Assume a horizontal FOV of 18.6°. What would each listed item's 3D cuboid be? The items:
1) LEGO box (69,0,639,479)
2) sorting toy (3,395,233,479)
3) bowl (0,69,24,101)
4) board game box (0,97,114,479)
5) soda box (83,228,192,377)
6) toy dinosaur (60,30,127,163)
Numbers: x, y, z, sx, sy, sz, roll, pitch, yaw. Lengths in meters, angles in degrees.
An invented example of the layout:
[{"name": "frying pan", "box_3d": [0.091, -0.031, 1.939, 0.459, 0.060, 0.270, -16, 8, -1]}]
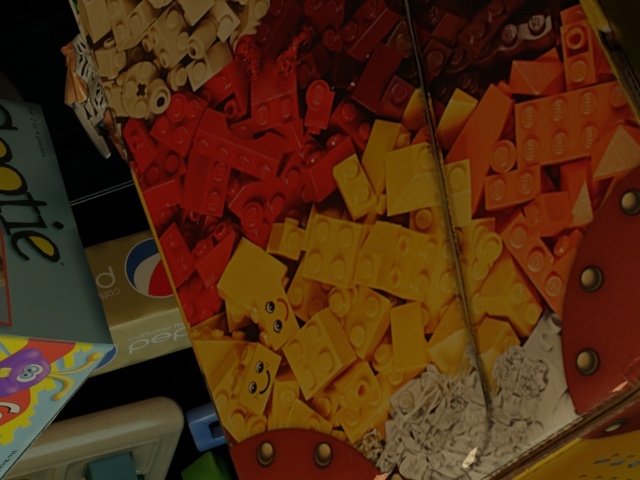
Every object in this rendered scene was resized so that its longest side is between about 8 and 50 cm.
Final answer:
[{"name": "LEGO box", "box_3d": [0.148, -0.047, 0.856, 0.193, 0.373, 0.500, -37, 150, 29]}, {"name": "sorting toy", "box_3d": [-0.193, 0.193, 1.423, 0.347, 0.047, 0.196, -13, 153, -18]}, {"name": "bowl", "box_3d": [-0.220, -0.042, 0.943, 0.142, 0.053, 0.142, -9, 152, -25]}, {"name": "board game box", "box_3d": [-0.251, 0.018, 0.813, 0.275, 0.144, 0.142, 8, 137, -37]}, {"name": "soda box", "box_3d": [-0.122, 0.038, 1.169, 0.181, 0.058, 0.061, -16, 153, -12]}, {"name": "toy dinosaur", "box_3d": [0.000, 0.000, 0.991, 0.164, 0.218, 0.322, -15, 115, 20]}]
